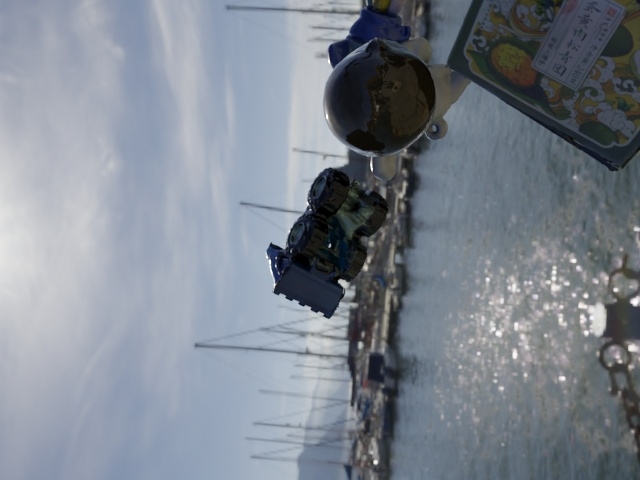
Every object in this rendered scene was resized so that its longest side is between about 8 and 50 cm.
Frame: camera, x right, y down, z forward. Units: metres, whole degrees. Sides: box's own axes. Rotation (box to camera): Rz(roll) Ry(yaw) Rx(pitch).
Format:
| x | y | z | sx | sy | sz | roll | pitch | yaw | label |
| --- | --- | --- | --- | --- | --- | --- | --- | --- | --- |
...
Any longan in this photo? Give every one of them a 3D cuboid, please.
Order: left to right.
| x | y | z | sx | sy | sz | roll | pitch | yaw | label |
| --- | --- | --- | --- | --- | --- | --- | --- | --- | --- |
| 0.084 | -0.207 | 0.991 | 0.189 | 0.189 | 0.189 | 5 | -90 | -87 | longan |

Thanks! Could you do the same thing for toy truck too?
| x | y | z | sx | sy | sz | roll | pitch | yaw | label |
| --- | --- | --- | --- | --- | --- | --- | --- | --- | --- |
| 0.000 | 0.000 | 1.035 | 0.126 | 0.113 | 0.208 | 13 | 76 | 62 | toy truck |

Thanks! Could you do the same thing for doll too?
| x | y | z | sx | sy | sz | roll | pitch | yaw | label |
| --- | --- | --- | --- | --- | --- | --- | --- | --- | --- |
| 0.166 | -0.374 | 1.508 | 0.366 | 0.376 | 0.187 | 52 | -162 | 7 | doll |

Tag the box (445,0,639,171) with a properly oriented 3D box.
| x | y | z | sx | sy | sz | roll | pitch | yaw | label |
| --- | --- | --- | --- | --- | --- | --- | --- | --- | --- |
| 0.441 | -0.362 | 1.082 | 0.138 | 0.373 | 0.420 | -47 | -14 | -31 | box |
